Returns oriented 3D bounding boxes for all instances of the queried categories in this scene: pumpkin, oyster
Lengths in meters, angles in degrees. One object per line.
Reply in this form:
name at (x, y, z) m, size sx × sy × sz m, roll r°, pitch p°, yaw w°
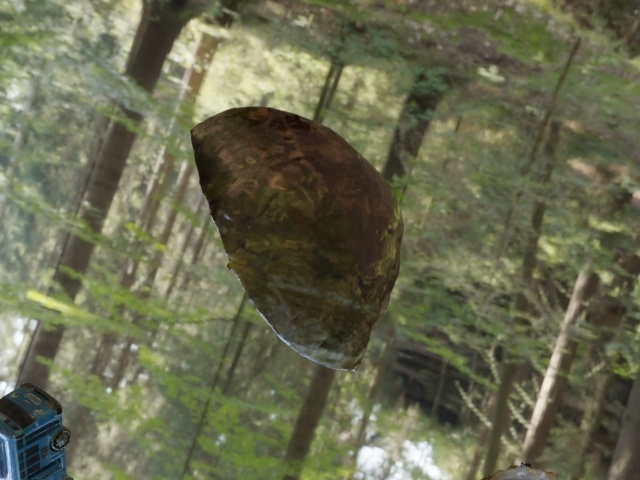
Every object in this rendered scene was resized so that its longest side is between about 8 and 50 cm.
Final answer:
pumpkin at (0.000, 0.000, 0.908) m, size 0.312 × 0.148 × 0.169 m, roll 46°, pitch -158°, yaw -22°
oyster at (0.220, 0.292, 0.958) m, size 0.148 × 0.103 × 0.051 m, roll 29°, pitch 152°, yaw 48°

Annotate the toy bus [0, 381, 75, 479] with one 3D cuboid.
toy bus at (-0.411, 0.302, 1.238) m, size 0.090 × 0.185 × 0.106 m, roll 22°, pitch -148°, yaw 34°
